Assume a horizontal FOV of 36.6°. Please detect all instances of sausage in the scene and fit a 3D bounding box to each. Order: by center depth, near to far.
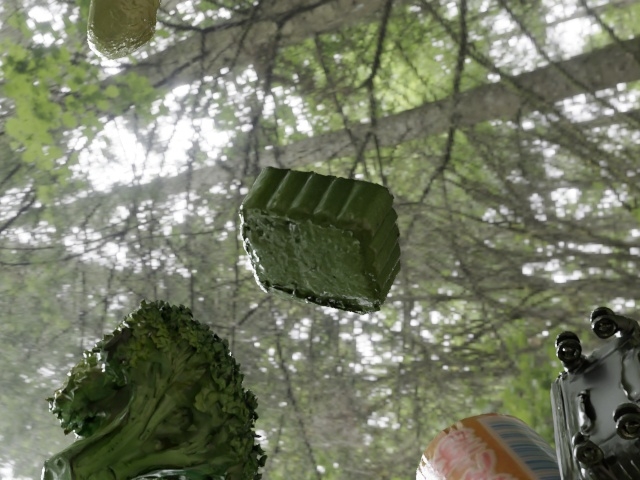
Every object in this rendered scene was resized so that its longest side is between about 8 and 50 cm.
[{"bbox_3d":[0.297,0.415,1.458,0.233,0.287,0.233,-4,-74,-13],"label":"sausage"}]

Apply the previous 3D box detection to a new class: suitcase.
[{"bbox_3d":[0.470,0.316,1.250,0.434,0.194,0.283,40,-154,-14],"label":"suitcase"}]

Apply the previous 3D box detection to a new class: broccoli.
[{"bbox_3d":[-0.149,0.159,0.792,0.194,0.194,0.219,-10,-69,-38],"label":"broccoli"}]

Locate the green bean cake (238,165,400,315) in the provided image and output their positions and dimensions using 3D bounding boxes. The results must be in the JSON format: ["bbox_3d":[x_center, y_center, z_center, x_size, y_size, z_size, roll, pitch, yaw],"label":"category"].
[{"bbox_3d":[0.000,0.000,1.373,0.200,0.214,0.113,77,-151,-44],"label":"green bean cake"}]

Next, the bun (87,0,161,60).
[{"bbox_3d":[-0.220,-0.259,1.103,0.069,0.115,0.115,15,-105,-1],"label":"bun"}]
